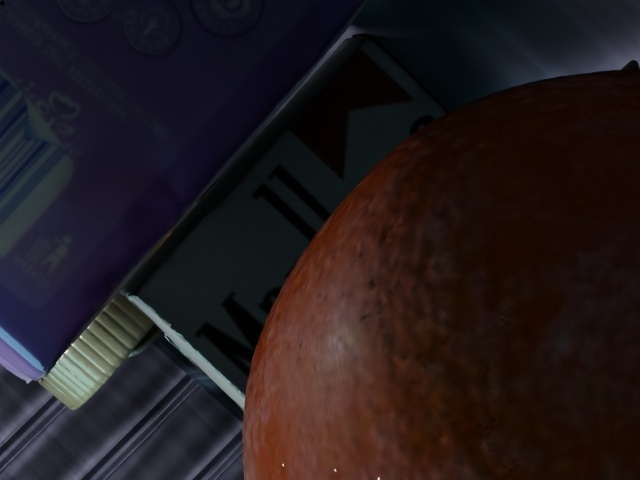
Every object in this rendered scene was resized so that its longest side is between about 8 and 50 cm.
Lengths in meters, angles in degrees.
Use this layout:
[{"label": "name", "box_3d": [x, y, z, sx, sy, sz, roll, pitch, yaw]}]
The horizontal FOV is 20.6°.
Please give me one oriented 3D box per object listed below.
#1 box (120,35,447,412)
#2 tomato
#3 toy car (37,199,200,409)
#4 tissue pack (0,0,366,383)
[{"label": "box", "box_3d": [0.000, 0.000, 0.878, 0.115, 0.177, 0.036, 44, 169, -15]}, {"label": "tomato", "box_3d": [0.104, 0.081, 0.587, 0.265, 0.265, 0.265, 39, 169, 9]}, {"label": "toy car", "box_3d": [-0.164, 0.050, 1.530, 0.145, 0.235, 0.235, 43, 169, -7]}, {"label": "tissue pack", "box_3d": [-0.179, -0.133, 0.794, 0.338, 0.242, 0.160, 42, 167, -5]}]
